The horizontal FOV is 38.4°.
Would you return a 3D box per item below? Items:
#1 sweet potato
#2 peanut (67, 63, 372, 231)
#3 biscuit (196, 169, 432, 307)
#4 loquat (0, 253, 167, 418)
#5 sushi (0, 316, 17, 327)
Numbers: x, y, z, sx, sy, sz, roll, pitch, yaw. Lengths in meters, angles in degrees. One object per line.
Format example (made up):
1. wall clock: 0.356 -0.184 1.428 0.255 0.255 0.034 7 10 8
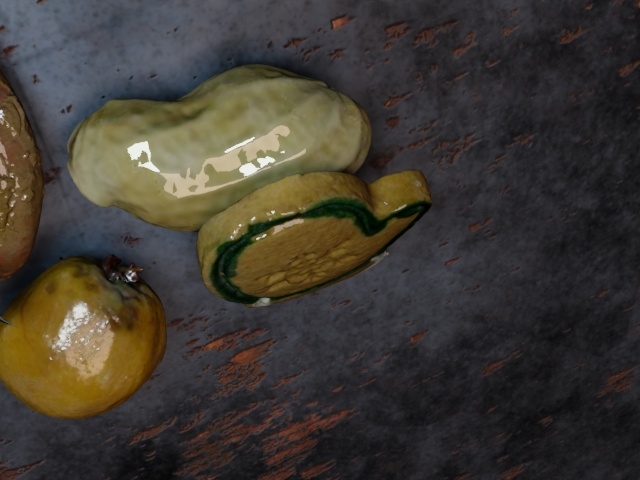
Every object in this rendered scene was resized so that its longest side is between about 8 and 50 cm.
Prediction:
1. sweet potato: -0.356 -0.128 0.954 0.109 0.109 0.385 -12 118 -16
2. peanut: -0.107 -0.097 1.046 0.340 0.158 0.174 -21 130 -10
3. biscuit: 0.001 0.002 1.105 0.287 0.057 0.344 -22 162 2
4. loquat: -0.286 0.115 1.105 0.234 0.176 0.187 -49 143 15
5. sushi: -0.457 -0.019 0.922 0.290 0.264 0.050 42 66 -40
